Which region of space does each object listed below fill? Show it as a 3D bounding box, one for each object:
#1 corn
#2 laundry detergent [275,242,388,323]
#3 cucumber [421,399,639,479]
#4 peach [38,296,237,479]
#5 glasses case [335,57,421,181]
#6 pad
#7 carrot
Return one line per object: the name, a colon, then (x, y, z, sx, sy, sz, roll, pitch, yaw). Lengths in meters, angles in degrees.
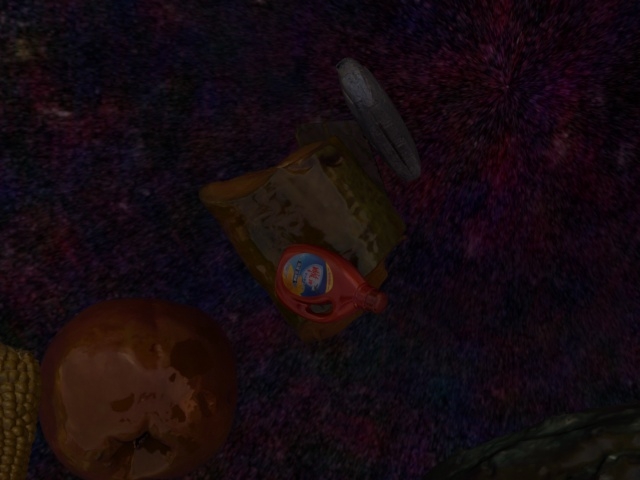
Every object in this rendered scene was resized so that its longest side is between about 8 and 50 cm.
corn: (-0.335, 0.221, 0.886, 0.091, 0.260, 0.091, 7, 146, -9)
laundry detergent: (0.014, 0.064, 1.160, 0.165, 0.049, 0.097, 20, 102, 39)
cucumber: (0.120, 0.123, 0.335, 0.193, 0.085, 0.115, -18, 90, 39)
peach: (-0.310, 0.243, 1.532, 0.342, 0.302, 0.343, -6, 140, -5)
glasses case: (0.099, -0.192, 1.462, 0.067, 0.282, 0.109, -31, 55, 10)
pad: (0.053, -0.105, 1.714, 0.181, 0.004, 0.267, 2, 123, 42)
carrot: (0.000, 0.000, 1.366, 0.241, 0.241, 0.341, -33, 104, 15)
